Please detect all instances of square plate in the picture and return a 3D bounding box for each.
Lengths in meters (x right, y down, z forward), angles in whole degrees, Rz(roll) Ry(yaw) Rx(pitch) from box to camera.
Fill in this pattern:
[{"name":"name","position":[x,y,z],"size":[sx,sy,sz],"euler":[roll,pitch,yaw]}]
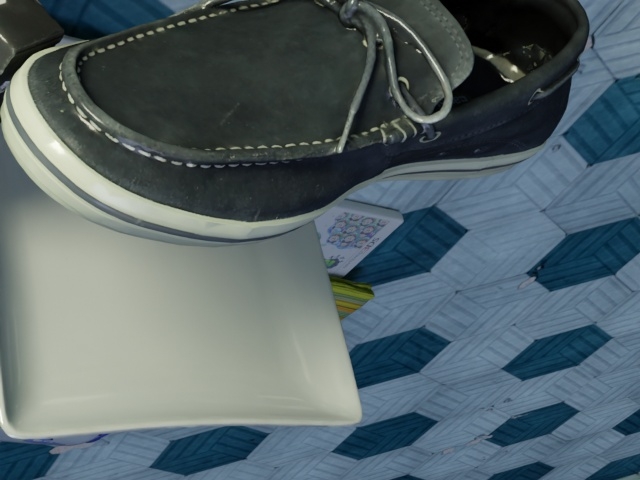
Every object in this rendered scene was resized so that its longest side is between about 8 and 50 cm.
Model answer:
[{"name":"square plate","position":[-0.136,-0.003,0.897],"size":[0.344,0.347,0.049],"euler":[7,150,-43]}]

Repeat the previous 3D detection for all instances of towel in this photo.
[{"name":"towel","position":[-0.040,0.109,1.450],"size":[0.102,0.021,0.237],"euler":[16,142,-36]}]

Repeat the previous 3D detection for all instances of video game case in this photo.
[{"name":"video game case","position":[0.000,0.000,1.312],"size":[0.157,0.019,0.143],"euler":[11,139,-39]}]

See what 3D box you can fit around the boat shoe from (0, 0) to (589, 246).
[{"name":"boat shoe","position":[0.015,-0.119,0.760],"size":[0.500,0.187,0.156],"euler":[-12,147,-41]}]

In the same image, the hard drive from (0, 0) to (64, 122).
[{"name":"hard drive","position":[-0.348,-0.114,0.751],"size":[0.339,0.237,0.064],"euler":[-43,-179,33]}]

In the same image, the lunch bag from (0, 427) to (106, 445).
[{"name":"lunch bag","position":[-0.310,0.064,1.043],"size":[0.328,0.239,0.385],"euler":[9,133,-41]}]
